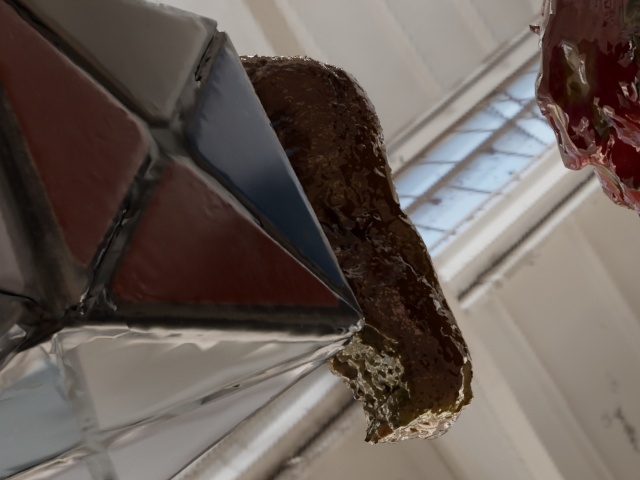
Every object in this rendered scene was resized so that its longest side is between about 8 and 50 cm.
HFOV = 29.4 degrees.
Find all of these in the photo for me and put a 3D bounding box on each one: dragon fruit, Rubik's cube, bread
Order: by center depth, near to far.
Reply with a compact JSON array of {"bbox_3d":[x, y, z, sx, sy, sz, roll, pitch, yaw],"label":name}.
[{"bbox_3d":[-0.204,0.020,0.854,0.307,0.310,0.305,4,-125,-54],"label":"Rubik's cube"},{"bbox_3d":[0.000,0.000,1.056,0.185,0.109,0.380,-1,-123,-31],"label":"bread"},{"bbox_3d":[0.330,-0.191,1.113,0.248,0.371,0.386,1,-59,-11],"label":"dragon fruit"}]
